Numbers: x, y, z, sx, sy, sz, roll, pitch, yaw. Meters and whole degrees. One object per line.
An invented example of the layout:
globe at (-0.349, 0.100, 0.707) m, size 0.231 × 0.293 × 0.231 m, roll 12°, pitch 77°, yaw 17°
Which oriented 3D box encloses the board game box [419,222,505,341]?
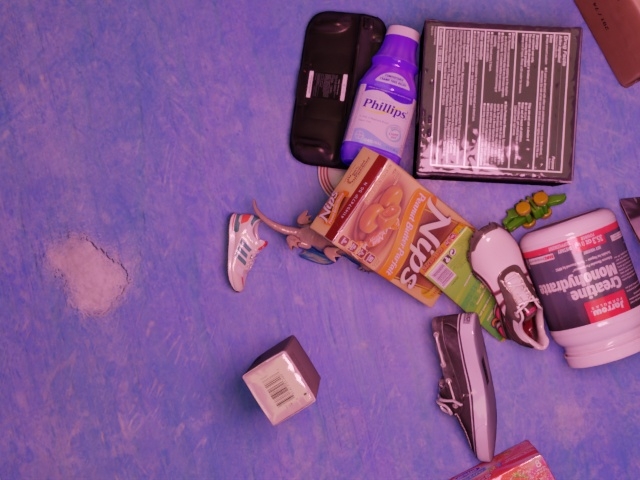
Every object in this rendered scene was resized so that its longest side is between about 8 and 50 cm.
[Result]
board game box at (0.316, 0.087, 1.895) m, size 0.259 × 0.039 × 0.124 m, roll 40°, pitch 91°, yaw -28°

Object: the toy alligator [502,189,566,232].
toy alligator at (0.399, -0.054, 1.940) m, size 0.190 × 0.056 × 0.051 m, roll -30°, pitch 47°, yaw 2°

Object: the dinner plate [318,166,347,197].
dinner plate at (0.066, -0.139, 1.964) m, size 0.141 × 0.017 × 0.141 m, roll 0°, pitch 90°, yaw 2°

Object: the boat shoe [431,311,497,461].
boat shoe at (0.277, 0.291, 1.903) m, size 0.105 × 0.113 × 0.306 m, roll -7°, pitch 109°, yaw 21°

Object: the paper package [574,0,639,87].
paper package at (0.596, -0.481, 1.806) m, size 0.168 × 0.309 × 0.325 m, roll -28°, pitch 88°, yaw 1°

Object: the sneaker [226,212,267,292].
sneaker at (-0.146, 0.024, 1.949) m, size 0.075 × 0.057 × 0.161 m, roll 0°, pitch 87°, yaw 7°

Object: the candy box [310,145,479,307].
candy box at (0.148, -0.020, 1.836) m, size 0.316 × 0.087 × 0.183 m, roll 33°, pitch 91°, yaw -40°

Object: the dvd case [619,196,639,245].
dvd case at (0.685, -0.022, 1.861) m, size 0.165 × 0.221 × 0.018 m, roll -5°, pitch 127°, yaw 2°

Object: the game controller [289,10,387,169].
game controller at (0.035, -0.304, 1.945) m, size 0.166 × 0.067 × 0.319 m, roll 7°, pitch 85°, yaw 17°

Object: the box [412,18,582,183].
box at (0.334, -0.258, 1.874) m, size 0.294 × 0.183 × 0.296 m, roll 4°, pitch 91°, yaw 3°

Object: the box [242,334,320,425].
box at (-0.069, 0.259, 1.836) m, size 0.094 × 0.275 × 0.113 m, roll -32°, pitch 88°, yaw 1°

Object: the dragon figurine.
dragon figurine at (0.000, 0.000, 1.926) m, size 0.289 × 0.144 × 0.085 m, roll 15°, pitch 83°, yaw 16°

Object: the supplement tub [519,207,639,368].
supplement tub at (0.511, 0.089, 1.863) m, size 0.191 × 0.191 × 0.272 m, roll -20°, pitch 89°, yaw 1°

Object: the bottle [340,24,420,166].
bottle at (0.126, -0.271, 1.867) m, size 0.118 × 0.092 × 0.283 m, roll 17°, pitch 83°, yaw -7°

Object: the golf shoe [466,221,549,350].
golf shoe at (0.368, 0.086, 1.833) m, size 0.105 × 0.120 × 0.273 m, roll -32°, pitch 118°, yaw -9°

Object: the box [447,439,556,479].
box at (0.317, 0.527, 1.886) m, size 0.300 × 0.154 × 0.142 m, roll -28°, pitch 88°, yaw 3°
